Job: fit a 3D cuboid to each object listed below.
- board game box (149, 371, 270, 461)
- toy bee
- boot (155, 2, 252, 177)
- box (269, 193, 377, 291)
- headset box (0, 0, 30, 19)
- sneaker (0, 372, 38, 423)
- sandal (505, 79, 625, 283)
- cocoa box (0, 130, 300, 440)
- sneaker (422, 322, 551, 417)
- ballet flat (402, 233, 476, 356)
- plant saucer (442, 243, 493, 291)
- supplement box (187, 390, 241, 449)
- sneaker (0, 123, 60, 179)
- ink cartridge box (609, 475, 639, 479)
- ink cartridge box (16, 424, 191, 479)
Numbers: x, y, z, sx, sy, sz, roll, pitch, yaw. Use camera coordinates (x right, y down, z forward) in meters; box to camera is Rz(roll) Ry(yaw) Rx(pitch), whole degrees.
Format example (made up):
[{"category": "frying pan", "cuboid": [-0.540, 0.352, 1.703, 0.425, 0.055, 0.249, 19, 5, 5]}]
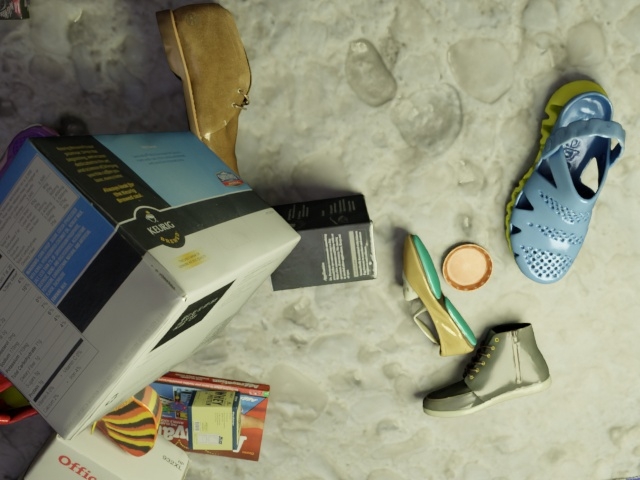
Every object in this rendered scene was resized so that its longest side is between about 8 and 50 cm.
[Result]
[{"category": "board game box", "cuboid": [-0.238, 0.304, 1.215, 0.281, 0.027, 0.145, 8, 108, -3]}, {"category": "toy bee", "cuboid": [-0.350, 0.211, 1.061, 0.298, 0.195, 0.162, 31, 110, -38]}, {"category": "boot", "cuboid": [-0.145, -0.197, 1.022, 0.115, 0.112, 0.305, -16, 105, -6]}, {"category": "box", "cuboid": [0.000, 0.000, 1.052, 0.158, 0.156, 0.093, -7, 108, 2]}, {"category": "headset box", "cuboid": [-0.466, -0.354, 1.004, 0.083, 0.032, 0.062, -2, 108, 0]}, {"category": "sneaker", "cuboid": [-0.551, 0.259, 1.150, 0.279, 0.118, 0.107, -13, 106, 4]}, {"category": "sandal", "cuboid": [0.370, -0.077, 1.042, 0.126, 0.138, 0.317, 6, 109, -4]}, {"category": "cocoa box", "cuboid": [-0.221, 0.024, 0.832, 0.228, 0.347, 0.231, 44, 108, 6]}, {"category": "sneaker", "cuboid": [0.268, 0.217, 1.171, 0.222, 0.083, 0.118, -18, 96, 3]}, {"category": "ballet flat", "cuboid": [0.176, 0.099, 1.128, 0.073, 0.080, 0.232, -25, 106, 20]}, {"category": "plant saucer", "cuboid": [0.243, 0.044, 1.141, 0.083, 0.013, 0.083, 0, 107, -1]}, {"category": "supplement box", "cuboid": [-0.179, 0.305, 1.170, 0.083, 0.056, 0.083, 2, 107, -1]}, {"category": "sneaker", "cuboid": [-0.480, -0.072, 1.055, 0.095, 0.104, 0.236, 39, 102, -10]}, {"category": "ink cartridge box", "cuboid": [0.518, 0.555, 1.286, 0.224, 0.045, 0.223, -10, 107, 2]}, {"category": "ink cartridge box", "cuboid": [-0.408, 0.448, 1.188, 0.223, 0.129, 0.307, 37, 111, -10]}]
